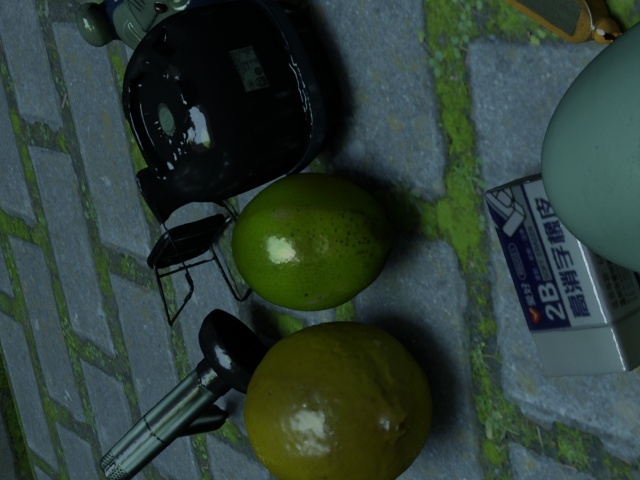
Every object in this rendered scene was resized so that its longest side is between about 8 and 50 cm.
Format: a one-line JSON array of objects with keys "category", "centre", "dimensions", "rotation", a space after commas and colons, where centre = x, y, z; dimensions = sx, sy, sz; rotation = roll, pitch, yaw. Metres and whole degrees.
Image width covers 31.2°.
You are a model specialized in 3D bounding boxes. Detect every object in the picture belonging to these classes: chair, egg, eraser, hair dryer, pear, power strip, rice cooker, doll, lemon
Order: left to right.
[{"category": "doll", "centre": [-0.219, -0.332, 1.619], "dimensions": [0.228, 0.154, 0.258], "rotation": [38, 158, -12]}, {"category": "chair", "centre": [-0.207, -0.004, 1.802], "dimensions": [0.221, 0.140, 0.145], "rotation": [62, 147, 15]}, {"category": "hair dryer", "centre": [-0.198, 0.244, 1.888], "dimensions": [0.156, 0.284, 0.320], "rotation": [46, 111, 0]}, {"category": "rice cooker", "centre": [-0.120, -0.182, 1.478], "dimensions": [0.267, 0.224, 0.267], "rotation": [31, 130, 45]}, {"category": "pear", "centre": [0.000, 0.000, 1.442], "dimensions": [0.219, 0.187, 0.188], "rotation": [-11, 99, 35]}, {"category": "lemon", "centre": [0.022, 0.220, 1.496], "dimensions": [0.263, 0.236, 0.236], "rotation": [-6, 105, 27]}, {"category": "power strip", "centre": [0.224, -0.234, 1.106], "dimensions": [0.178, 0.028, 0.049], "rotation": [44, 141, 35]}, {"category": "eraser", "centre": [0.255, 0.032, 1.176], "dimensions": [0.124, 0.068, 0.210], "rotation": [-15, 96, 56]}, {"category": "egg", "centre": [0.310, -0.076, 0.875], "dimensions": [0.371, 0.230, 0.230], "rotation": [-18, 92, 63]}]
